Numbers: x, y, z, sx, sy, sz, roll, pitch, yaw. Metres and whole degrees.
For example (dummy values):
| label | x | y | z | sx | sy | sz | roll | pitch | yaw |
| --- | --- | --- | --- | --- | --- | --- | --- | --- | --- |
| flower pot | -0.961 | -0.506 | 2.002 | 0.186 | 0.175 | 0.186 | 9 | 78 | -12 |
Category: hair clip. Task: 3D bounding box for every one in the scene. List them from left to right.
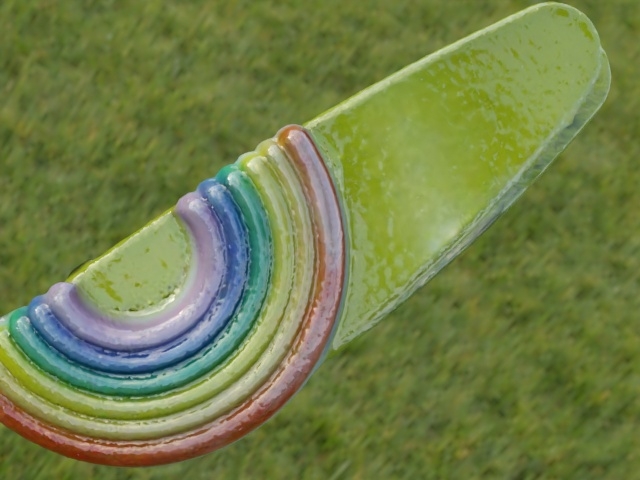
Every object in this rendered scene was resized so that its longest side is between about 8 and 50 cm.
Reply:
| label | x | y | z | sx | sy | sz | roll | pitch | yaw |
| --- | --- | --- | --- | --- | --- | --- | --- | --- | --- |
| hair clip | 0.000 | 0.000 | 0.433 | 0.188 | 0.033 | 0.060 | -35 | 99 | -9 |
